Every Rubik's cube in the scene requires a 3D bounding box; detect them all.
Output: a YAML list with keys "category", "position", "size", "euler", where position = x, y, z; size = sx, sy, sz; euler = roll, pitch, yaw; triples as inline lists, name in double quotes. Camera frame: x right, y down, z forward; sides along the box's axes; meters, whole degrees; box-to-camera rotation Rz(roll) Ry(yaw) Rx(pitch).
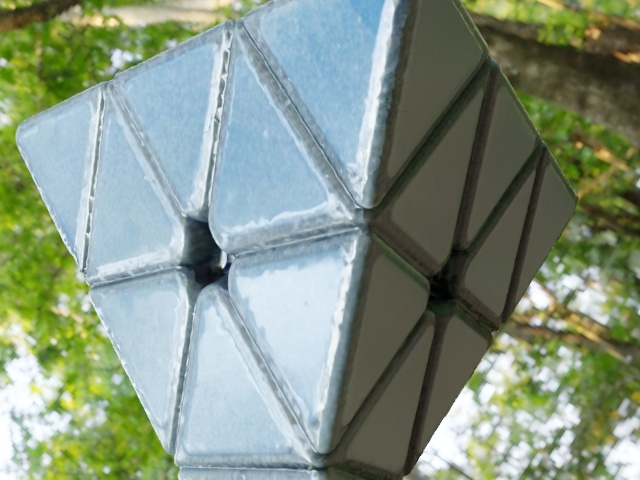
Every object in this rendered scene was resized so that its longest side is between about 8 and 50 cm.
- category: "Rubik's cube"
  position: [-0.001, -0.002, 0.590]
  size: [0.229, 0.233, 0.228]
  euler: [-35, -70, 9]
